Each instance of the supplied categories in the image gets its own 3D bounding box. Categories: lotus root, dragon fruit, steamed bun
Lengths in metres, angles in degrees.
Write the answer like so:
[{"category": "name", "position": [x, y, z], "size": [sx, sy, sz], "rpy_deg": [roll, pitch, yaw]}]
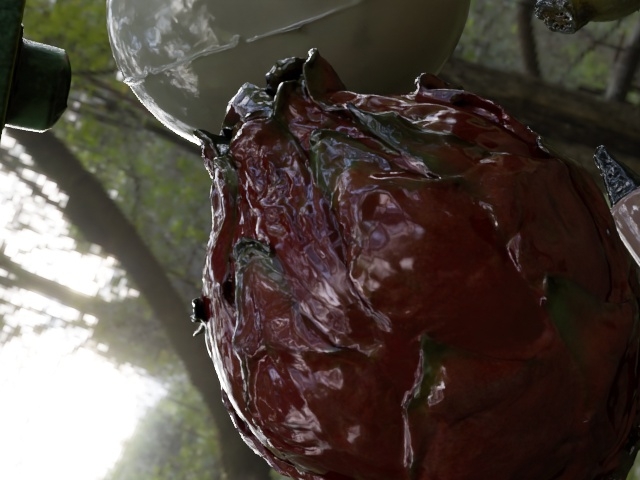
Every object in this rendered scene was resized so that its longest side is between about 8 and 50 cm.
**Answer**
[{"category": "lotus root", "position": [0.233, -0.222, 0.943], "size": [0.183, 0.077, 0.090], "rpy_deg": [-52, -23, -6]}, {"category": "dragon fruit", "position": [0.045, 0.034, 0.695], "size": [0.244, 0.299, 0.244], "rpy_deg": [-44, -7, -7]}, {"category": "steamed bun", "position": [-0.031, -0.245, 1.292], "size": [0.334, 0.374, 0.333], "rpy_deg": [-14, -90, -73]}]

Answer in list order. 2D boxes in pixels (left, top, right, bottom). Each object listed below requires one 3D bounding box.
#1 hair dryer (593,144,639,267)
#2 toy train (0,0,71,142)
[{"category": "hair dryer", "position": [0.295, 0.066, 0.900], "size": [0.107, 0.344, 0.189], "rpy_deg": [-27, -17, -22]}, {"category": "toy train", "position": [-0.377, -0.143, 0.814], "size": [0.272, 0.442, 0.179], "rpy_deg": [-147, 68, -73]}]
